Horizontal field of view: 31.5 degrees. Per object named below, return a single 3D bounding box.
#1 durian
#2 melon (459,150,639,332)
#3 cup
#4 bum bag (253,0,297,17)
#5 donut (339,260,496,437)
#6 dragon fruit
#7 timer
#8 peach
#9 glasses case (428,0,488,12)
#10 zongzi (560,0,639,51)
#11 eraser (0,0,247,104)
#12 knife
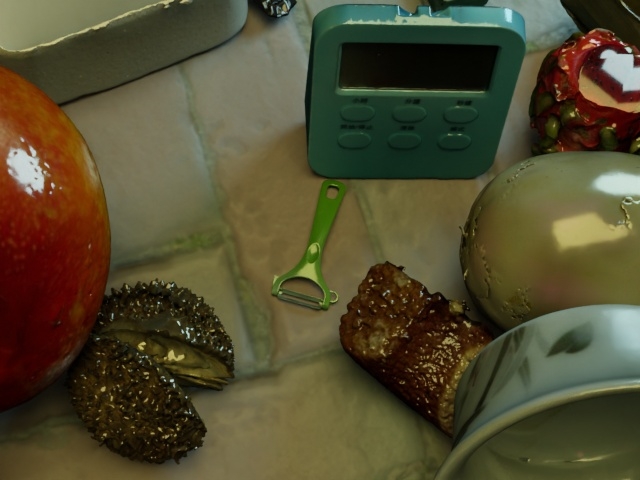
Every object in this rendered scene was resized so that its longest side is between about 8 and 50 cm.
[{"bbox_3d":[-0.190,0.137,1.191,0.196,0.167,0.196,-5,42,4],"label":"durian"},{"bbox_3d":[0.301,0.016,1.219,0.316,0.223,0.223,4,66,-9],"label":"melon"},{"bbox_3d":[0.268,0.183,1.112,0.347,0.347,0.163,-1,46,-4],"label":"cup"},{"bbox_3d":[-0.080,-0.331,1.455,0.058,0.034,0.124,-22,67,-40],"label":"bum bag"},{"bbox_3d":[0.124,0.125,1.227,0.126,0.144,0.186,-52,120,-15],"label":"donut"},{"bbox_3d":[0.317,-0.149,1.318,0.160,0.172,0.167,-23,73,-4],"label":"dragon fruit"},{"bbox_3d":[0.100,-0.167,1.275,0.231,0.250,0.091,1,65,-2],"label":"timer"},{"bbox_3d":[-0.383,0.008,1.106,0.388,0.388,0.388,1,66,-3],"label":"peach"},{"bbox_3d":[0.154,-0.382,1.489,0.077,0.039,0.184,-18,68,-11],"label":"glasses case"},{"bbox_3d":[0.546,-0.252,1.382,0.356,0.174,0.393,-30,72,-19],"label":"zongzi"},{"bbox_3d":[-0.283,-0.352,1.395,0.331,0.150,0.331,1,69,-3],"label":"eraser"},{"bbox_3d":[0.000,-0.001,1.321,0.078,0.022,0.166,18,67,-1],"label":"knife"}]
